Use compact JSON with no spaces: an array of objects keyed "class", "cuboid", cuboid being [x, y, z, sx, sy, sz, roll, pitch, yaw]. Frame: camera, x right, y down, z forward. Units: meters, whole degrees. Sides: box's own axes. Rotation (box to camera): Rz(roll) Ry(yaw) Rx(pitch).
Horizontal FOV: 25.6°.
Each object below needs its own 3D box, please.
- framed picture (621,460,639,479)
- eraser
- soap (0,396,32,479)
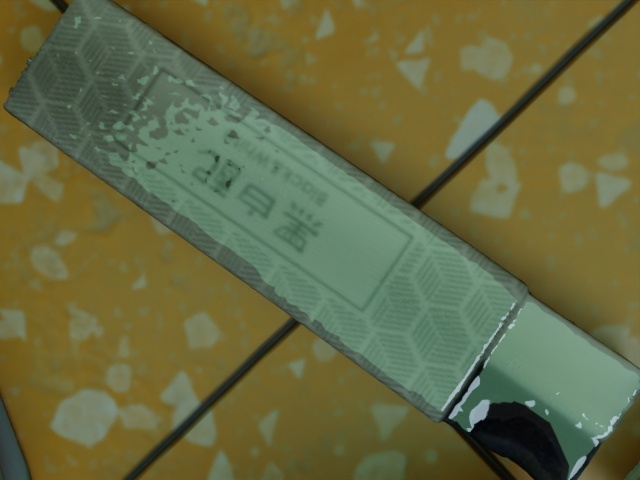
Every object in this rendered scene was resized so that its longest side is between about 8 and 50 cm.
[{"class":"framed picture","cuboid":[0.326,0.163,0.767,0.273,0.016,0.216,42,101,10]},{"class":"eraser","cuboid":[0.000,0.000,0.850,0.404,0.096,0.098,35,92,7]},{"class":"soap","cuboid":[-0.292,0.080,0.887,0.145,0.091,0.231,-22,86,3]}]
